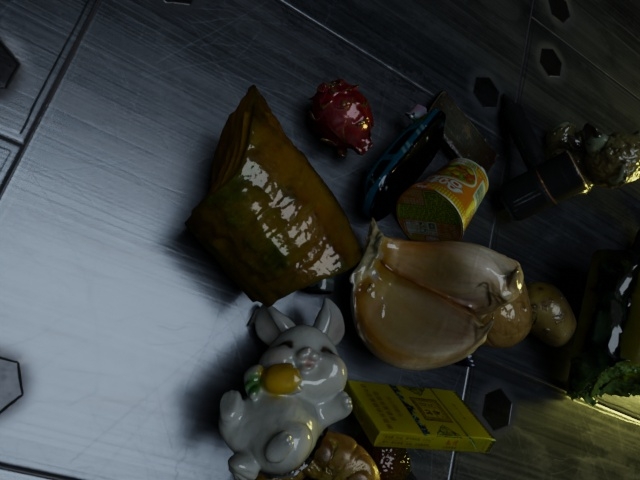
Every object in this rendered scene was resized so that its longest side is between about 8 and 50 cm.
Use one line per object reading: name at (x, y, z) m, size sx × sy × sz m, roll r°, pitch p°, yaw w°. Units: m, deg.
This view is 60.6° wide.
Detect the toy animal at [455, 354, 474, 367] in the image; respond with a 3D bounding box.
toy animal at (0.262, 0.223, 1.196) m, size 0.220 × 0.062 × 0.108 m, roll 18°, pitch 91°, yaw -25°

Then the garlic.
garlic at (0.215, 0.103, 1.080) m, size 0.313 × 0.249 × 0.286 m, roll 18°, pitch 42°, yaw 12°

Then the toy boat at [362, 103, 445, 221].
toy boat at (0.163, -0.173, 1.202) m, size 0.092 × 0.134 × 0.299 m, roll 31°, pitch 63°, yaw 21°

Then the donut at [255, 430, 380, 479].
donut at (-0.010, 0.427, 0.931) m, size 0.226 × 0.114 × 0.227 m, roll -1°, pitch 76°, yaw 3°

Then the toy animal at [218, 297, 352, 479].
toy animal at (-0.053, 0.236, 0.910) m, size 0.208 × 0.154 × 0.325 m, roll -3°, pitch 36°, yaw 2°

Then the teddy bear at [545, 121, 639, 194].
teddy bear at (0.694, -0.199, 1.400) m, size 0.156 × 0.256 × 0.267 m, roll 41°, pitch 64°, yaw -20°

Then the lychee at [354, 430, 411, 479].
lychee at (0.109, 0.414, 1.035) m, size 0.146 × 0.114 × 0.114 m, roll 28°, pitch 68°, yaw -29°

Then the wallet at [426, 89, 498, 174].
wallet at (0.343, -0.253, 1.347) m, size 0.232 × 0.031 × 0.122 m, roll 47°, pitch 58°, yaw -15°

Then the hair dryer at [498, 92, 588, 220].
hair dryer at (0.510, -0.231, 1.391) m, size 0.107 × 0.189 × 0.352 m, roll 27°, pitch 42°, yaw -47°

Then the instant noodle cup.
instant noodle cup at (0.282, -0.093, 1.218) m, size 0.168 × 0.168 × 0.185 m, roll 53°, pitch 53°, yaw -9°

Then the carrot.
carrot at (-0.105, -0.060, 0.945) m, size 0.241 × 0.241 × 0.341 m, roll -43°, pitch 102°, yaw -28°

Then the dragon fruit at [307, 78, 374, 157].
dragon fruit at (0.048, -0.252, 1.137) m, size 0.136 × 0.133 × 0.166 m, roll -37°, pitch 99°, yaw 14°

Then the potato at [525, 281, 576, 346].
potato at (0.536, 0.173, 1.309) m, size 0.176 × 0.137 × 0.137 m, roll 33°, pitch 66°, yaw -21°

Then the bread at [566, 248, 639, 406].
bread at (0.730, 0.206, 1.335) m, size 0.251 × 0.208 × 0.377 m, roll 59°, pitch 45°, yaw -58°

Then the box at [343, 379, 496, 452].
box at (0.192, 0.346, 1.077) m, size 0.279 × 0.153 × 0.041 m, roll 13°, pitch 107°, yaw -25°

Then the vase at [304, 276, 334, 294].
vase at (0.000, 0.000, 1.093) m, size 0.060 × 0.060 × 0.211 m, roll 8°, pitch 75°, yaw -27°

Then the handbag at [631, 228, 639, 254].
handbag at (0.993, 0.135, 1.531) m, size 0.275 × 0.178 × 0.302 m, roll 36°, pitch 65°, yaw -17°

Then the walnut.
walnut at (0.382, 0.140, 1.214) m, size 0.165 × 0.165 × 0.197 m, roll -13°, pitch 94°, yaw -30°
